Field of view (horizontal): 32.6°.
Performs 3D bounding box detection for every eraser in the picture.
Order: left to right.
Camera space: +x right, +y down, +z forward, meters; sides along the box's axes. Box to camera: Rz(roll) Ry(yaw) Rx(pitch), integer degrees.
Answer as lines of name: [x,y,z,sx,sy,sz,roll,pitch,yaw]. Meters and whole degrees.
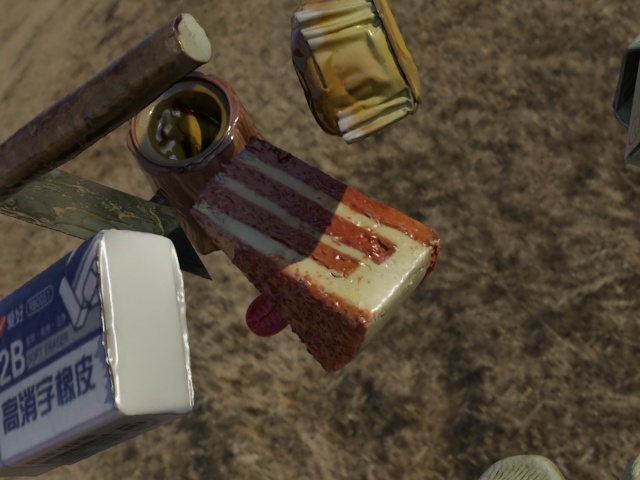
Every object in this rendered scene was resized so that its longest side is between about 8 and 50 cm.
eraser: [-0.176,0.086,0.758,0.210,0.068,0.125,-29,65,43]

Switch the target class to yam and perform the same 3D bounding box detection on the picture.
yam: [-0.191,-0.098,0.873,0.264,0.046,0.046,-28,32,31]

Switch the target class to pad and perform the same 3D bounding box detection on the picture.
pad: [-0.320,-0.053,1.317,0.007,0.367,0.247,-64,27,13]

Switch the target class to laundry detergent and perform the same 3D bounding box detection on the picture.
laundry detergent: [-0.027,0.061,1.355,0.097,0.049,0.165,-38,0,29]

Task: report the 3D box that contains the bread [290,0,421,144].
bread: [0.032,-0.187,1.092,0.107,0.136,0.241,-21,17,9]

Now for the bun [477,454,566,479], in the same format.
bun: [0.271,0.380,1.462,0.173,0.113,0.167,-37,31,17]

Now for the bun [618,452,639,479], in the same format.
bun: [0.507,0.375,1.585,0.220,0.220,0.134,-44,49,9]

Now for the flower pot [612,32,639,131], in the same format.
flower pot: [0.589,-0.253,1.690,0.209,0.239,0.189,23,46,26]

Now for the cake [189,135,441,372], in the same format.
cake: [0.000,0.000,1.203,0.158,0.262,0.159,-50,13,-32]

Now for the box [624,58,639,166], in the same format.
box: [0.436,-0.222,1.297,0.135,0.079,0.270,110,175,-72]

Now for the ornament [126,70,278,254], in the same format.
ornament: [-0.173,-0.130,1.642,0.235,0.218,0.221,-23,60,1]
